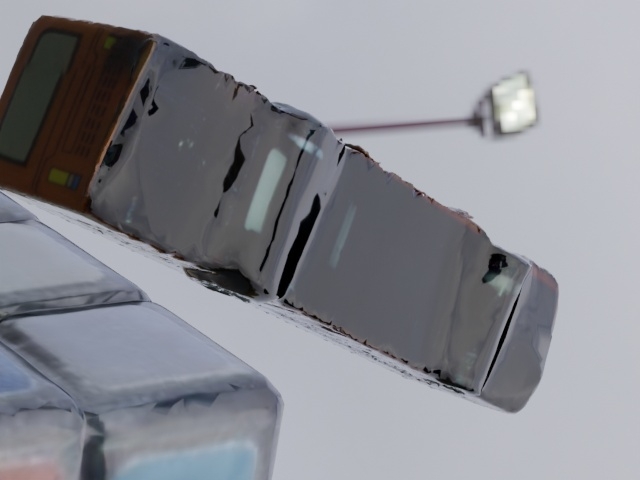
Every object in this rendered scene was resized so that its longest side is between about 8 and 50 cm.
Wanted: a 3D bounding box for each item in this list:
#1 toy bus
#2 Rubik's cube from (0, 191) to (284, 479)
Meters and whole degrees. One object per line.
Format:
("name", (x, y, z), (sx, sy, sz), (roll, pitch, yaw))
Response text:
("toy bus", (0.000, 0.000, 0.971), (0.092, 0.409, 0.093), (16, -98, 35))
("Rubik's cube", (-0.219, 0.125, 0.520), (0.287, 0.292, 0.293), (30, -61, 45))
